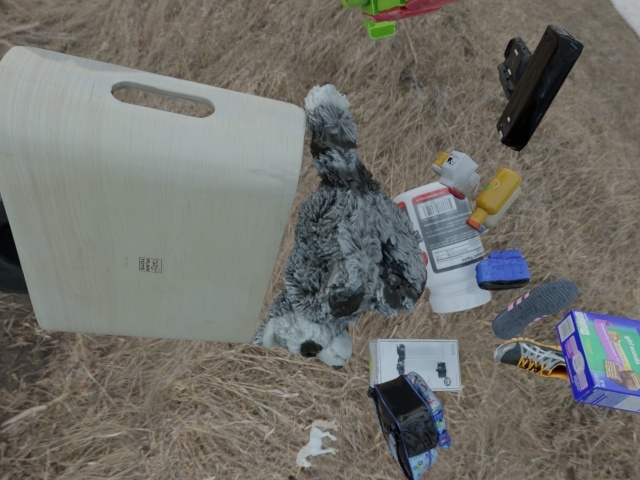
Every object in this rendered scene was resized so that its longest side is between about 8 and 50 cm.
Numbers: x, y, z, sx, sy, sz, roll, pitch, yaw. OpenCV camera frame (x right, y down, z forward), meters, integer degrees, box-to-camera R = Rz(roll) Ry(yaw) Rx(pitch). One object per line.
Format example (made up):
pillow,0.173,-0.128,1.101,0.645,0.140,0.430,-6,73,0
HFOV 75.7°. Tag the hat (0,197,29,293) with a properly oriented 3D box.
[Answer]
hat,-0.553,-0.023,0.844,0.332,0.331,0.133,-17,57,-2

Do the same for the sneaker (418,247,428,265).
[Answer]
sneaker,0.141,0.070,0.934,0.222,0.128,0.086,-7,107,5

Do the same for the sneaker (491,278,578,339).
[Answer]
sneaker,0.761,0.236,1.492,0.319,0.131,0.112,-35,82,16

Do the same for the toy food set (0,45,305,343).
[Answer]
toy food set,-0.157,-0.008,0.408,0.220,0.306,0.092,8,42,-14

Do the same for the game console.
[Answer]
game console,0.438,-0.359,0.883,0.044,0.213,0.361,16,41,1

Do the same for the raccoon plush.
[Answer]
raccoon plush,0.000,0.000,0.742,0.216,0.299,0.445,11,63,-39

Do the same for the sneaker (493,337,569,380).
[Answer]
sneaker,0.578,0.322,1.102,0.215,0.084,0.083,5,34,4

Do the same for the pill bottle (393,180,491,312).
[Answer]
pill bottle,0.362,0.016,1.215,0.211,0.210,0.362,-16,89,-2

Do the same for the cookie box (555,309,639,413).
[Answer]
cookie box,0.320,0.128,0.433,0.107,0.040,0.091,9,49,2

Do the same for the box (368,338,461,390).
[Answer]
box,0.312,0.414,1.373,0.290,0.087,0.169,3,75,-13

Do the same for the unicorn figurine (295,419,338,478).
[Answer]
unicorn figurine,-0.009,0.588,1.182,0.111,0.060,0.161,7,83,-7

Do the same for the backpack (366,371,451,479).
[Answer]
backpack,0.182,0.377,0.822,0.117,0.158,0.173,-19,105,-7

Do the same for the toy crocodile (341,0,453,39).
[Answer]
toy crocodile,0.100,-0.288,0.447,0.115,0.340,0.105,-16,114,-8

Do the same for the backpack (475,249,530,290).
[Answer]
backpack,0.463,0.080,1.063,0.120,0.098,0.101,-10,62,17

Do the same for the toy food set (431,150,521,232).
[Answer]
toy food set,0.269,-0.084,0.756,0.111,0.232,0.104,33,98,-26
